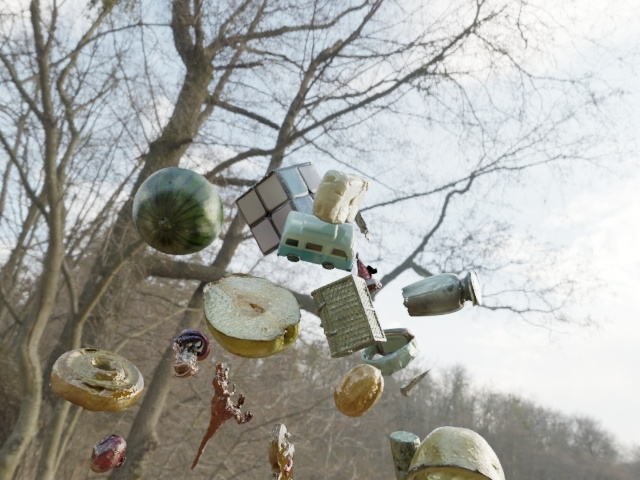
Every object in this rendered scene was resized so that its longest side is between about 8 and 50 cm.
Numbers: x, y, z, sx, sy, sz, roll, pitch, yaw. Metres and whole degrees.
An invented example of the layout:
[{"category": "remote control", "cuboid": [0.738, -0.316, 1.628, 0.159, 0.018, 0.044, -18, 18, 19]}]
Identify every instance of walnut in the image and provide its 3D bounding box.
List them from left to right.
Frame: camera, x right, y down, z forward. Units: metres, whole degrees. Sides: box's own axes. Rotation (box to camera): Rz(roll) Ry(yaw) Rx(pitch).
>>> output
[{"category": "walnut", "cuboid": [0.141, 0.543, 1.698, 0.159, 0.206, 0.159, 45, -8, 8]}]

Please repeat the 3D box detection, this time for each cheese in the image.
[{"category": "cheese", "cuboid": [0.061, -0.132, 1.433, 0.092, 0.159, 0.263, 24, 13, 20]}]

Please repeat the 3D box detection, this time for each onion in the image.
[{"category": "onion", "cuboid": [-0.597, 0.605, 1.322, 0.097, 0.107, 0.107, 33, -31, 3]}]

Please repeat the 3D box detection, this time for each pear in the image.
[{"category": "pear", "cuboid": [-0.263, 0.301, 1.728, 0.386, 0.340, 0.192, 31, -52, 32]}]

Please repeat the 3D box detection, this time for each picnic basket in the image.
[{"category": "picnic basket", "cuboid": [0.071, 0.218, 1.323, 0.154, 0.197, 0.134, -23, -18, 15]}]

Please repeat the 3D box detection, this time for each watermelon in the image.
[{"category": "watermelon", "cuboid": [-0.508, -0.091, 1.678, 0.330, 0.189, 0.331, -5, -68, -12]}]

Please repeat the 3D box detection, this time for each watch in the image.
[{"category": "watch", "cuboid": [0.322, 0.538, 2.219, 0.253, 0.241, 0.162, -13, -75, 29]}]

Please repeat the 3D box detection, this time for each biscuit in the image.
[{"category": "biscuit", "cuboid": [-0.735, 0.453, 1.561, 0.296, 0.102, 0.296, 27, 5, -3]}, {"category": "biscuit", "cuboid": [-0.069, 0.446, 0.884, 0.031, 0.205, 0.138, -4, 8, 13]}]

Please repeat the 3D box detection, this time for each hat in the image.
[{"category": "hat", "cuboid": [0.195, 0.157, 2.165, 0.128, 0.228, 0.140, -17, -22, -2]}]

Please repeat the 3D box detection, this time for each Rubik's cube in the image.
[{"category": "Rubik's cube", "cuboid": [-0.152, -0.152, 2.210, 0.316, 0.314, 0.318, -31, -3, 37]}]

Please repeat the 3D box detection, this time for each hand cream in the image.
[{"category": "hand cream", "cuboid": [0.269, 0.410, 1.350, 0.057, 0.037, 0.165, -21, -30, -28]}]

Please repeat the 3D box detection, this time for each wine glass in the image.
[{"category": "wine glass", "cuboid": [0.329, 0.148, 1.278, 0.204, 0.111, 0.111, -15, -36, 23]}]

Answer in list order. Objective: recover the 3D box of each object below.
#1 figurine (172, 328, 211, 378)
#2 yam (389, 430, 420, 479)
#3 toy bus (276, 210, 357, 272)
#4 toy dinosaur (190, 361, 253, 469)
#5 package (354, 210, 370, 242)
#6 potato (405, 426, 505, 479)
[{"category": "figurine", "cuboid": [-0.423, 0.372, 1.497, 0.114, 0.157, 0.126, -23, -50, 36]}, {"category": "yam", "cuboid": [0.298, 0.745, 1.572, 0.107, 0.194, 0.107, -11, -14, -3]}, {"category": "toy bus", "cuboid": [0.000, 0.000, 1.606, 0.271, 0.133, 0.165, 13, -35, -4]}, {"category": "toy dinosaur", "cuboid": [-0.388, 0.717, 1.918, 0.208, 0.433, 0.097, 12, -5, -38]}, {"category": "package", "cuboid": [0.172, -0.102, 2.127, 0.040, 0.232, 0.166, -26, -35, -4]}, {"category": "potato", "cuboid": [0.398, 0.653, 1.346, 0.285, 0.243, 0.242, -3, -31, 24]}]
